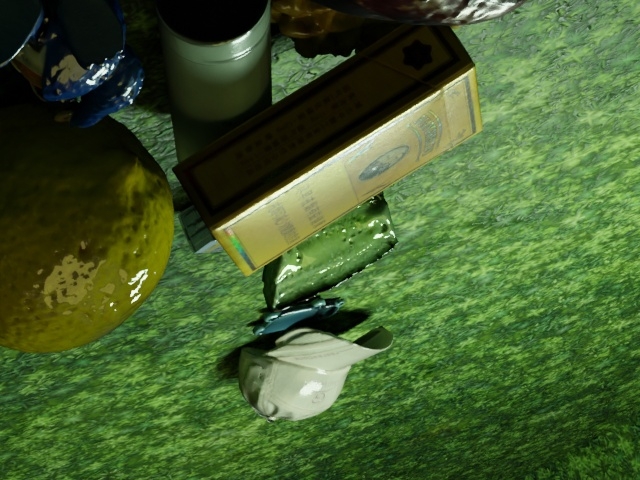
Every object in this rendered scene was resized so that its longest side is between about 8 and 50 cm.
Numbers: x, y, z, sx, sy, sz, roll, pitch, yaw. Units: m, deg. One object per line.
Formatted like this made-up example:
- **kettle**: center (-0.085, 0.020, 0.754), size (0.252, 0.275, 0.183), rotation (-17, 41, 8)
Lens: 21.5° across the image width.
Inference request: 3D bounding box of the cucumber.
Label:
- **cucumber**: center (0.000, 0.000, 2.171), size (0.193, 0.115, 0.086), rotation (-22, -157, -7)

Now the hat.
- **hat**: center (0.007, 0.211, 2.602), size (0.226, 0.164, 0.219), rotation (2, 179, 43)

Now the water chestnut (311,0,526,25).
- **water chestnut**: center (0.057, -0.287, 1.266), size (0.244, 0.289, 0.289), rotation (-27, 159, 31)

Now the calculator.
- **calculator**: center (-0.030, 0.111, 2.505), size (0.141, 0.019, 0.094), rotation (-10, 158, -28)

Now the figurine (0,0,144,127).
- **figurine**: center (-0.233, -0.176, 1.483), size (0.164, 0.121, 0.262), rotation (16, 170, -18)

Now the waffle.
- **waffle**: center (0.067, -0.255, 1.613), size (0.259, 0.069, 0.293), rotation (-26, 157, 12)

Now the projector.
- **projector**: center (-0.098, -0.158, 1.649), size (0.108, 0.108, 0.337), rotation (-17, 159, -8)

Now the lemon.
- **lemon**: center (-0.271, -0.014, 1.655), size (0.267, 0.267, 0.267), rotation (-17, 159, -7)

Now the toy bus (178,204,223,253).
- **toy bus**: center (-0.079, -0.047, 2.003), size (0.190, 0.064, 0.075), rotation (-30, 163, 24)

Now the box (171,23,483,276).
- **box**: center (0.015, -0.093, 1.691), size (0.301, 0.084, 0.193), rotation (-32, 164, -1)
